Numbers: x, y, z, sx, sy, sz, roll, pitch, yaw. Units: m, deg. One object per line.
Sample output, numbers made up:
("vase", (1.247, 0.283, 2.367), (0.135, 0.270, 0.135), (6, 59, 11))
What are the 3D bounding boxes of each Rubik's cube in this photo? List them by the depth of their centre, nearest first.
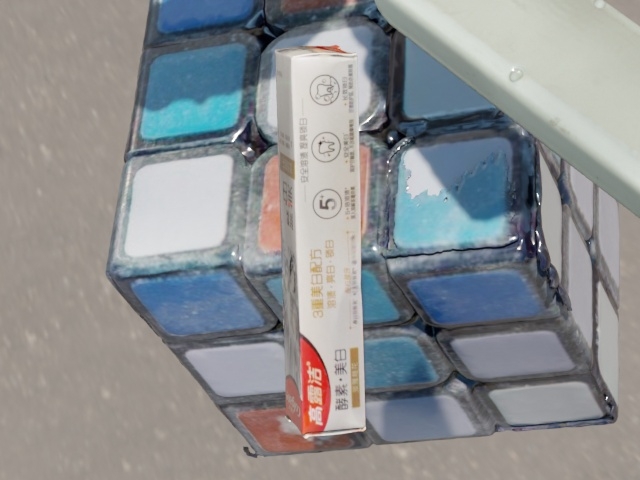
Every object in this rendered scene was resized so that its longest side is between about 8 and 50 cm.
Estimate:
("Rubik's cube", (0.054, -0.047, 1.583), (0.359, 0.363, 0.362), (-10, 150, 20))

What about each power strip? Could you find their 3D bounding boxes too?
("power strip", (0.122, -0.053, 0.737), (0.060, 0.253, 0.027), (-41, 155, -18))

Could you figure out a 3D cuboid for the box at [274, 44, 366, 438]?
("box", (0.000, 0.000, 1.054), (0.039, 0.055, 0.218), (-4, 100, -13))
